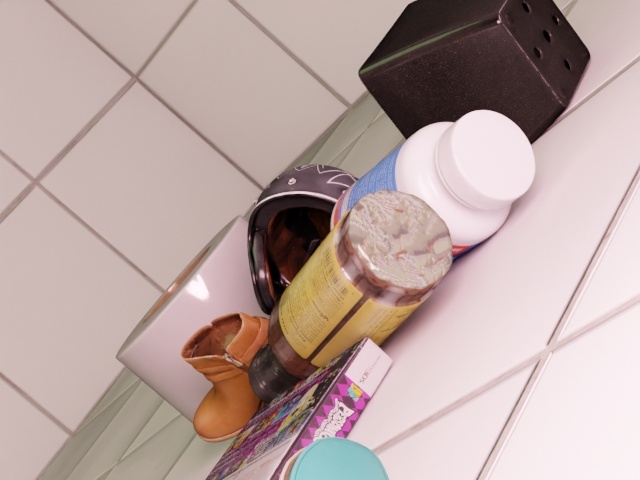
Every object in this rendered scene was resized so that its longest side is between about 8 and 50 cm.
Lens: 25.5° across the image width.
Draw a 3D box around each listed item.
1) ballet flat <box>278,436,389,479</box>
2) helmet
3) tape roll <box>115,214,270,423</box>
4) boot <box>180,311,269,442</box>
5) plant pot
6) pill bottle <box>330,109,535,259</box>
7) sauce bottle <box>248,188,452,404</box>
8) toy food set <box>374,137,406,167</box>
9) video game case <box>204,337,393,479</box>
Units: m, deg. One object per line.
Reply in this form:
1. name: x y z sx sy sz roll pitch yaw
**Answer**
1. ballet flat: 0.003 0.207 0.918 0.086 0.086 0.248 -47 8 12
2. helmet: 0.000 0.000 1.544 0.169 0.169 0.161 149 122 -69
3. tape roll: -0.121 0.111 1.810 0.246 0.169 0.246 -48 7 8
4. boot: -0.109 0.149 1.598 0.197 0.073 0.152 -44 -33 16
5. plant pot: 0.185 -0.189 1.560 0.167 0.187 0.188 -28 19 39
6. pill bottle: 0.110 -0.041 1.383 0.124 0.124 0.221 -53 8 -32
7. sauce bottle: 0.012 0.072 1.391 0.111 0.111 0.344 -54 3 -35
8. toy food set: 0.089 -0.062 1.756 0.220 0.092 0.306 -44 8 34
9. video game case: -0.048 0.210 1.329 0.232 0.042 0.210 -40 11 51
